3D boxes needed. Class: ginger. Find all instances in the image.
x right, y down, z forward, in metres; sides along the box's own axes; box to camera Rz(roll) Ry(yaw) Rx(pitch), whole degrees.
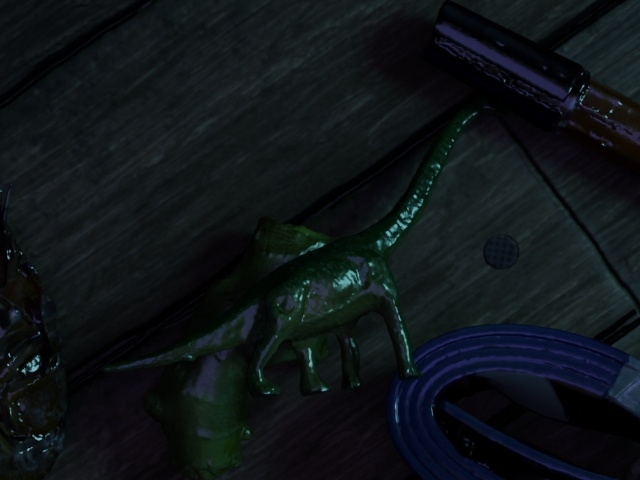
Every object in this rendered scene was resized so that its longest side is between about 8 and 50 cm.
[{"bbox_3d":[-0.072,0.108,1.723,0.137,0.089,0.290,40,84,-23],"label":"ginger"}]

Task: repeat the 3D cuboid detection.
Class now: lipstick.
[{"bbox_3d":[0.295,-0.118,1.719,0.418,0.077,0.077,29,90,1],"label":"lipstick"}]

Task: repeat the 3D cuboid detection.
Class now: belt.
[{"bbox_3d":[0.237,0.204,1.664,0.347,0.117,0.212,20,78,15],"label":"belt"}]

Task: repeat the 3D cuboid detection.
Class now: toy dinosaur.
[{"bbox_3d":[0.000,0.000,1.661,0.447,0.087,0.300,-3,80,-17],"label":"toy dinosaur"}]

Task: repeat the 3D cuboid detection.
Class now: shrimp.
[{"bbox_3d":[-0.336,0.088,1.717,0.145,0.116,0.343,-4,85,-22],"label":"shrimp"}]

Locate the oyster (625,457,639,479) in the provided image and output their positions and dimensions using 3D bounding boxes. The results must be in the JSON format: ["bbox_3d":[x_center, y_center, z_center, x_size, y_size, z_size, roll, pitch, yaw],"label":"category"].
[{"bbox_3d":[0.308,0.321,1.717,0.061,0.106,0.200,23,68,13],"label":"oyster"}]
